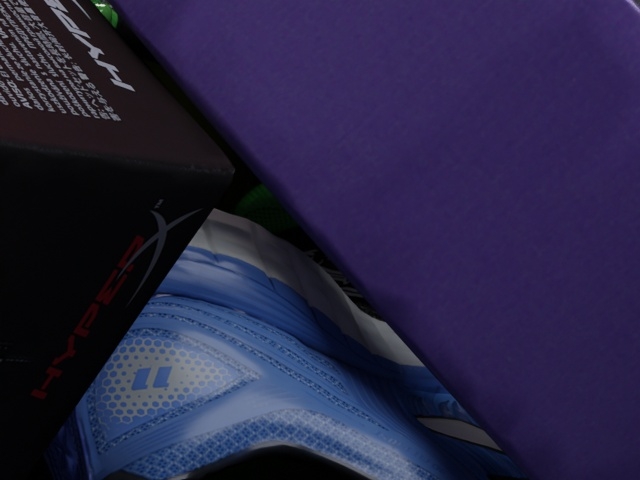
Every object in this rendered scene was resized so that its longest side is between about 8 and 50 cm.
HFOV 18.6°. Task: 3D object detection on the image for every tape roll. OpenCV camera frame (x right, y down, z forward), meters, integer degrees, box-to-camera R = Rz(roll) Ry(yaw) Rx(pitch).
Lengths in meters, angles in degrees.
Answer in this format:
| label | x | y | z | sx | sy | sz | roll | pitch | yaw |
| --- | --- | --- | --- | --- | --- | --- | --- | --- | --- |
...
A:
| label | x | y | z | sx | sy | sz | roll | pitch | yaw |
| --- | --- | --- | --- | --- | --- | --- | --- | --- | --- |
| tape roll | 0.039 | -0.028 | 0.556 | 0.275 | 0.090 | 0.275 | 47 | 3 | -3 |

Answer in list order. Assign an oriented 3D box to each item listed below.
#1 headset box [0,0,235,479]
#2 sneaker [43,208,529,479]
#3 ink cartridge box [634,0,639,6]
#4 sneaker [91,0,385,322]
| label | x | y | z | sx | sy | sz | roll | pitch | yaw |
| --- | --- | --- | --- | --- | --- | --- | --- | --- | --- |
| headset box | -0.192 | 0.023 | 0.370 | 0.293 | 0.218 | 0.110 | 7 | 35 | -53 |
| sneaker | 0.037 | 0.107 | 0.707 | 0.330 | 0.130 | 0.147 | 18 | 39 | -29 |
| ink cartridge box | 0.163 | -0.103 | 1.155 | 0.270 | 0.197 | 0.198 | 28 | 18 | 19 |
| sneaker | 0.000 | 0.000 | 0.776 | 0.344 | 0.134 | 0.146 | 16 | -16 | -28 |
